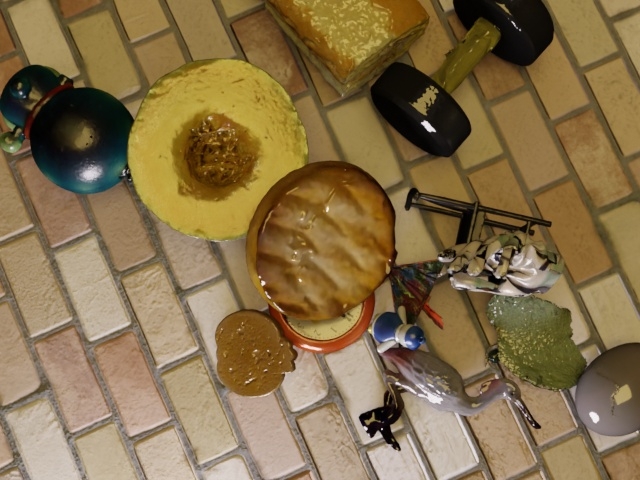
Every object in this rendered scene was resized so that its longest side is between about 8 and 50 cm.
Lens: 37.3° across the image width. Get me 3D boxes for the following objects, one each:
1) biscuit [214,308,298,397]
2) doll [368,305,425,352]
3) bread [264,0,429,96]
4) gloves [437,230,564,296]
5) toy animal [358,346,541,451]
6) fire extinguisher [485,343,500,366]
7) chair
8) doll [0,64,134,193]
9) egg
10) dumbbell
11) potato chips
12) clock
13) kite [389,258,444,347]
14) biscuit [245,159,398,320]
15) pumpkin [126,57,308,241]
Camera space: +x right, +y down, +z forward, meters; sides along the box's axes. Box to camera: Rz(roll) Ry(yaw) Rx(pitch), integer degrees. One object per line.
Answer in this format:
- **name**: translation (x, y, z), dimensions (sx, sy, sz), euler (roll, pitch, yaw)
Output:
- **biscuit**: translation (-0.118, 0.211, 1.789), dimensions (0.170, 0.050, 0.170), euler (1, 94, 18)
- **doll**: translation (0.144, 0.170, 1.768), dimensions (0.058, 0.143, 0.098), euler (37, 75, -36)
- **bread**: translation (0.013, -0.491, 1.832), dimensions (0.236, 0.165, 0.375), euler (-41, 83, -7)
- **gloves**: translation (0.306, 0.036, 1.648), dimensions (0.212, 0.127, 0.111), euler (19, 73, -11)
- **toy animal**: translation (0.229, 0.279, 1.772), dimensions (0.324, 0.090, 0.195), euler (-12, 88, 9)
- **fire extinguisher**: translation (0.347, 0.212, 1.813), dimensions (0.083, 0.025, 0.038), euler (-22, 81, -2)
- **chair**: translation (0.279, -0.001, 1.777), dimensions (0.260, 0.154, 0.141), euler (13, 83, 0)
- **doll**: translation (-0.476, -0.209, 1.790), dimensions (0.322, 0.186, 0.198), euler (32, 84, 7)
- **egg**: translation (0.555, 0.272, 1.744), dimensions (0.146, 0.146, 0.198), euler (43, 71, 5)
- **dumbbell**: translation (0.267, -0.334, 1.793), dimensions (0.204, 0.204, 0.322), euler (41, 85, 5)
- **potato chips**: translation (0.407, 0.178, 1.778), dimensions (0.167, 0.059, 0.228), euler (-24, 95, -8)
- **clock**: translation (0.002, 0.112, 1.813), dimensions (0.205, 0.051, 0.205), euler (0, 82, -1)
- **kite**: translation (0.178, 0.100, 1.776), dimensions (0.009, 0.232, 0.189), euler (-3, 37, -35)
- **biscuit**: translation (0.000, 0.000, 1.701), dimensions (0.296, 0.102, 0.296), euler (-11, 113, -28)
- **pumpkin**: translation (-0.191, -0.163, 1.789), dimensions (0.333, 0.199, 0.332), euler (0, 90, -4)
